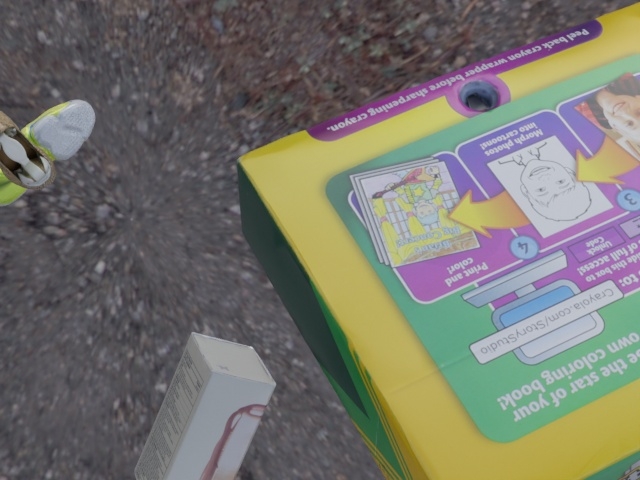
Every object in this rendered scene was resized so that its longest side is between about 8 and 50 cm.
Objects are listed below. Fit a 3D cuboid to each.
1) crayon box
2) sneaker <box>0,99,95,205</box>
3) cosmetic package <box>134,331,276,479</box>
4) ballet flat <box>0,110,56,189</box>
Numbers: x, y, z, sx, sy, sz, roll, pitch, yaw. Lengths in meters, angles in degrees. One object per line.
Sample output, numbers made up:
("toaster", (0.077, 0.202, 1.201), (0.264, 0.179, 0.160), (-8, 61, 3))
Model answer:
("crayon box", (0.170, 0.015, 0.773), (0.363, 0.106, 0.313), (-22, 58, -15))
("sneaker", (-0.500, -0.165, 1.864), (0.240, 0.126, 0.091), (-43, 134, -20))
("cosmetic package", (-0.206, 0.332, 1.928), (0.129, 0.153, 0.296), (16, 107, -26))
("ballet flat", (-0.461, -0.124, 1.687), (0.073, 0.206, 0.067), (-46, 57, -5))
